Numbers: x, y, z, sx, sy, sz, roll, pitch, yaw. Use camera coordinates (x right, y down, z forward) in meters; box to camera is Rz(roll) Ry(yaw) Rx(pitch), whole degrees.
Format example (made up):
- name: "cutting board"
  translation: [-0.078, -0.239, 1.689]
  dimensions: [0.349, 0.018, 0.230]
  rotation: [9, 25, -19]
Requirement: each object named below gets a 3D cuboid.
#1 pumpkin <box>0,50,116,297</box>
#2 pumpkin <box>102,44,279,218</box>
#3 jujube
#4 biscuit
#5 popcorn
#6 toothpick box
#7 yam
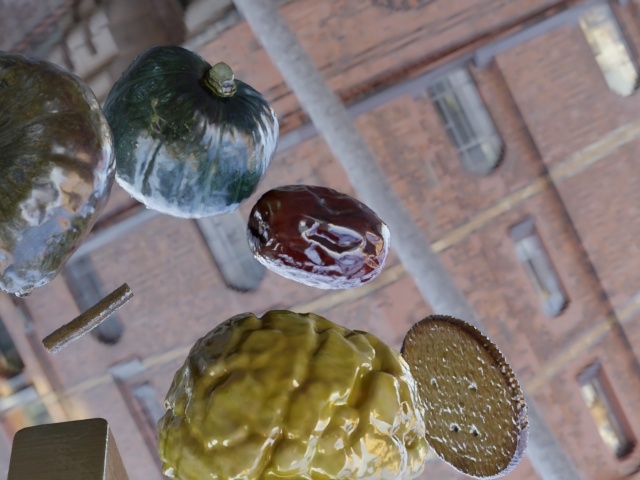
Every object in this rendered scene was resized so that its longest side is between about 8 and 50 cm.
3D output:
- name: "pumpkin"
  translation: [-0.382, -0.120, 1.517]
  dimensions: [0.232, 0.325, 0.242]
  rotation: [-39, 167, 5]
- name: "pumpkin"
  translation: [-0.227, -0.156, 2.026]
  dimensions: [0.263, 0.293, 0.197]
  rotation: [-57, -170, 50]
- name: "jujube"
  translation: [0.000, 0.000, 2.064]
  dimensions: [0.243, 0.183, 0.183]
  rotation: [7, 166, -29]
- name: "biscuit"
  translation: [0.247, 0.270, 2.124]
  dimensions: [0.038, 0.305, 0.305]
  rotation: [-20, 179, -35]
- name: "popcorn"
  translation: [-0.052, 0.277, 1.792]
  dimensions: [0.390, 0.354, 0.344]
  rotation: [-36, -165, 23]
- name: "toothpick box"
  translation: [-0.376, 0.437, 1.939]
  dimensions: [0.188, 0.308, 0.190]
  rotation: [-7, -139, 3]
- name: "yam"
  translation: [-0.331, 0.112, 1.755]
  dimensions: [0.145, 0.032, 0.032]
  rotation: [-36, -175, -11]
